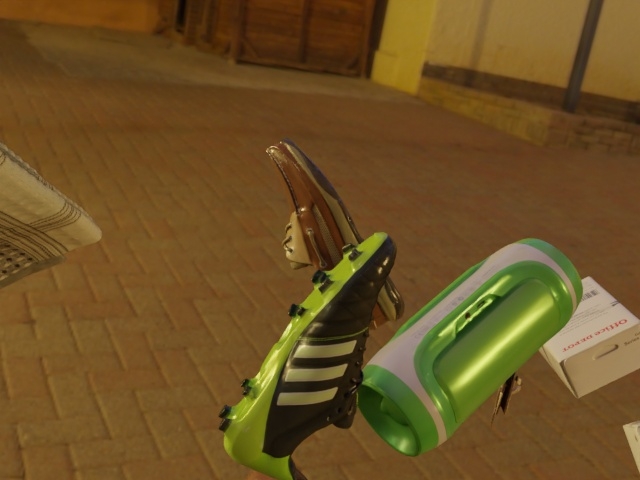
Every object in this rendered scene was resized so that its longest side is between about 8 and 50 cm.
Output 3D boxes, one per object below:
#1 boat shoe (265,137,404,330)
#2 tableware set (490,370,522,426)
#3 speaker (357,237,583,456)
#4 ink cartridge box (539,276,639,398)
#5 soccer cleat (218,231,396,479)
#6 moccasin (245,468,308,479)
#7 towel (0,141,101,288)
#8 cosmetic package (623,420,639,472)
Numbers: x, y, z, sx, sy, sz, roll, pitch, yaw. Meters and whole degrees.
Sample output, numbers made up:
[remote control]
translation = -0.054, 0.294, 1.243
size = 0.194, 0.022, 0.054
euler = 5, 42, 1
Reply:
[boat shoe]
translation = 0.000, 0.000, 1.223
size = 0.324, 0.120, 0.122
euler = 58, 3, 8
[tableware set]
translation = 0.386, 0.292, 1.635
size = 0.039, 0.194, 0.128
euler = 17, 59, 17
[speaker]
translation = 0.180, 0.121, 0.969
size = 0.297, 0.131, 0.131
euler = -36, 39, -25
[ink cartridge box]
translation = 0.484, 0.174, 1.496
size = 0.160, 0.092, 0.219
euler = -27, 20, 4
[soccer cleat]
translation = 0.004, 0.077, 0.531
size = 0.072, 0.179, 0.060
euler = 34, 6, -9
[moccasin]
translation = -0.021, 0.433, 1.087
size = 0.380, 0.147, 0.139
euler = 33, -14, 52
[towel]
translation = -0.419, 0.017, 0.880
size = 0.312, 0.056, 0.324
euler = -27, -15, -2
[cosmetic package]
translation = 0.731, 0.356, 1.369
size = 0.366, 0.196, 0.155
euler = -17, -13, 9
